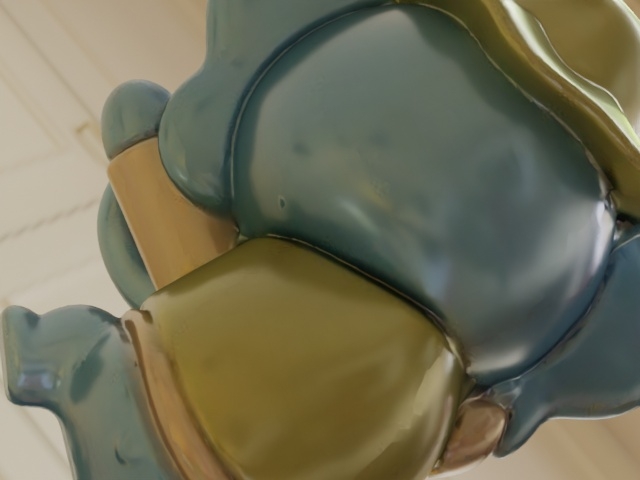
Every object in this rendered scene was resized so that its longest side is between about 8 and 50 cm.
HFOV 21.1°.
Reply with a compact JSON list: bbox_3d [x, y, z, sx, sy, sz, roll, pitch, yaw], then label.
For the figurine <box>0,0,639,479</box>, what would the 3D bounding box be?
[{"bbox_3d":[0.001,0.000,0.568,0.262,0.180,0.154,-28,-32,-17],"label":"figurine"}]
